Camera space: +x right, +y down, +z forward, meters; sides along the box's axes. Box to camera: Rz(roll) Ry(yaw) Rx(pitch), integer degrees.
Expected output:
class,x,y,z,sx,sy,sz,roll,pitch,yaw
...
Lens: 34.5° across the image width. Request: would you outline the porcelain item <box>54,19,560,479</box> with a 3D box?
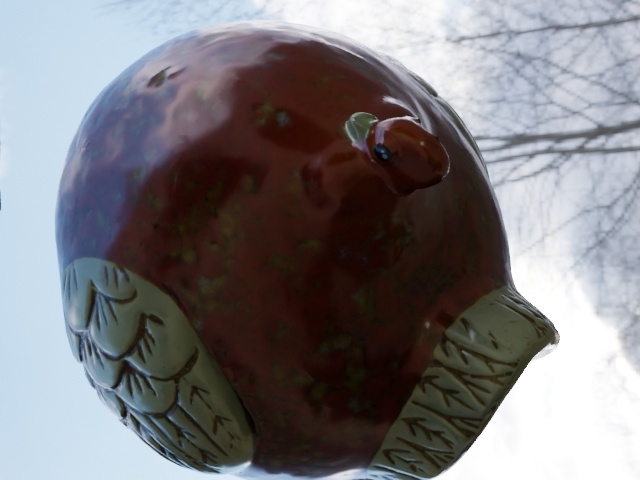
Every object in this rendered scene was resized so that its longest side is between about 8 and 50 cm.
class,x,y,z,sx,sy,sz,roll,pitch,yaw
porcelain item,0.000,0.000,0.500,0.253,0.253,0.252,8,-100,-56
